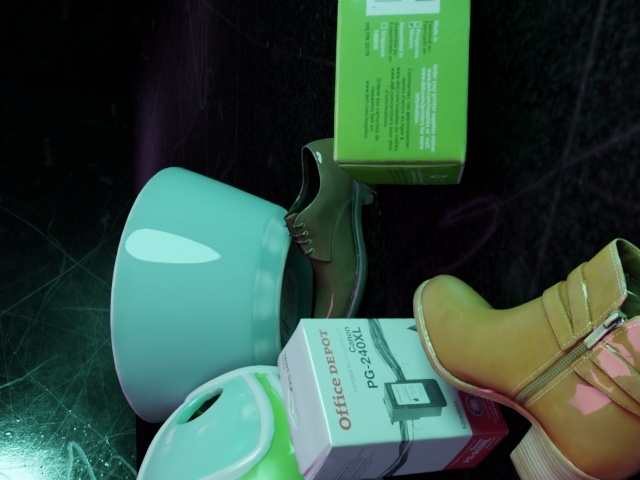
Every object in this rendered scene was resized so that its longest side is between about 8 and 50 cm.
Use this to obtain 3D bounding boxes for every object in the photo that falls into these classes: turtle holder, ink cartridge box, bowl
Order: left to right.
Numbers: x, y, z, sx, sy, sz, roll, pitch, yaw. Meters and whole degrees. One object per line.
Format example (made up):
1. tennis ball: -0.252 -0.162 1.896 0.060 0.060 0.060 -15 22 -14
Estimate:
1. bowl: -0.106 0.067 0.820 0.311 0.163 0.311 2 -90 -78
2. turtle holder: -0.082 0.277 0.701 0.320 0.244 0.227 -49 41 39
3. ink cartridge box: 0.053 0.122 0.534 0.063 0.151 0.109 116 148 -43
4. ink cartridge box: 0.080 -0.142 0.596 0.255 0.097 0.188 7 -95 -78

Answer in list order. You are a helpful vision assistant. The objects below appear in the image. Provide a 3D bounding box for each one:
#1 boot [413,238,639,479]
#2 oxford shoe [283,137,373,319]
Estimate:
1. boot: 0.145 0.054 0.432 0.197 0.073 0.152 56 140 37
2. oxford shoe: 0.000 0.000 0.751 0.083 0.096 0.227 -175 86 -66
